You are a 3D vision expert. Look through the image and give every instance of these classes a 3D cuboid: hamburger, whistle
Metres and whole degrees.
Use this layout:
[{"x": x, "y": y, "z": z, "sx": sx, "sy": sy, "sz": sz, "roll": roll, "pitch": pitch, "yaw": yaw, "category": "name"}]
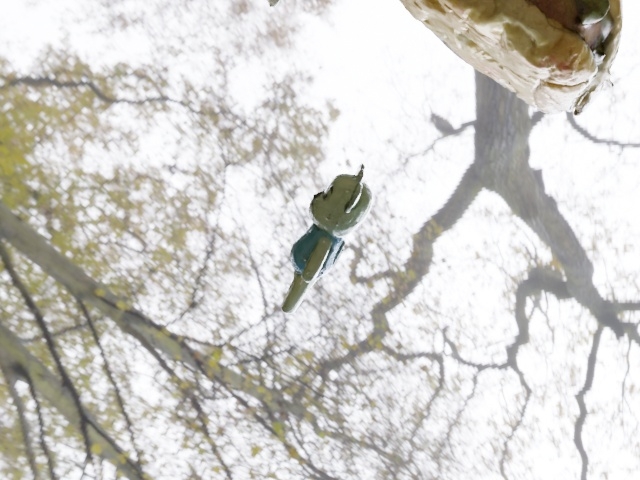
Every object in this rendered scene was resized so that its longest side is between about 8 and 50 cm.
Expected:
[{"x": 0.262, "y": -0.279, "z": 1.230, "sx": 0.330, "sy": 0.209, "sz": 0.162, "roll": 38, "pitch": -95, "yaw": -16, "category": "hamburger"}, {"x": 0.000, "y": 0.000, "z": 1.376, "sx": 0.077, "sy": 0.114, "sz": 0.235, "roll": 26, "pitch": -65, "yaw": -8, "category": "whistle"}]

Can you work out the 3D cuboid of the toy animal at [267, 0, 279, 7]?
[{"x": -0.070, "y": -0.451, "z": 1.625, "sx": 0.188, "sy": 0.266, "sz": 0.307, "roll": -37, "pitch": -128, "yaw": 32, "category": "toy animal"}]
